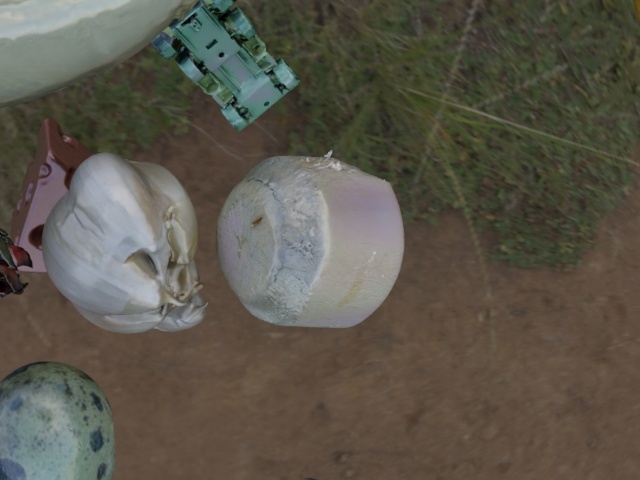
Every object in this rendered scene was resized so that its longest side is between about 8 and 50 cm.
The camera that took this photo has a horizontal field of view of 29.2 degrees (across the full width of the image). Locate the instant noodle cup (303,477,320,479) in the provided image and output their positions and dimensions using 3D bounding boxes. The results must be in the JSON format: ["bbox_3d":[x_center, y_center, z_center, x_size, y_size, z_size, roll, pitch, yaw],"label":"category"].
[{"bbox_3d":[0.036,0.443,1.587,0.217,0.217,0.207,19,73,21],"label":"instant noodle cup"}]

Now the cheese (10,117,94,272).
[{"bbox_3d":[-0.346,-0.052,1.806,0.203,0.177,0.128,-66,25,24],"label":"cheese"}]

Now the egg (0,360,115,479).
[{"bbox_3d":[-0.287,0.219,1.312,0.141,0.141,0.181,-12,90,20],"label":"egg"}]

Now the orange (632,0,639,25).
[{"bbox_3d":[0.428,-0.268,1.253,0.236,0.236,0.236,-1,86,21],"label":"orange"}]

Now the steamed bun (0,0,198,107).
[{"bbox_3d":[-0.187,-0.169,0.646,0.273,0.290,0.272,23,94,-9],"label":"steamed bun"}]

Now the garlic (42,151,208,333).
[{"bbox_3d":[-0.230,0.026,1.460,0.185,0.281,0.203,-28,57,-26],"label":"garlic"}]

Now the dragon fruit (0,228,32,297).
[{"bbox_3d":[-0.395,0.034,1.342,0.142,0.121,0.130,-21,71,-2],"label":"dragon fruit"}]

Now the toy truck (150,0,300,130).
[{"bbox_3d":[-0.144,-0.281,1.737,0.128,0.259,0.135,-39,45,6],"label":"toy truck"}]

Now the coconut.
[{"bbox_3d":[0.000,0.000,1.478,0.224,0.234,0.224,15,108,53],"label":"coconut"}]
